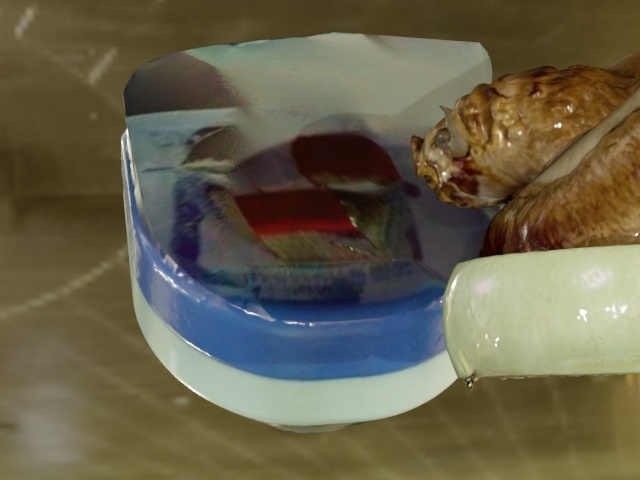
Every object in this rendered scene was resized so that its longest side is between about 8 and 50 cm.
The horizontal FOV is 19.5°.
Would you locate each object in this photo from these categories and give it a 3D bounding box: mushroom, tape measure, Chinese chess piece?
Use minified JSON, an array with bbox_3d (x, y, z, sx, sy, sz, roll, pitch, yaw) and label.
[{"bbox_3d":[0.193,-0.035,1.025,0.278,0.163,0.297,-14,-165,27],"label":"mushroom"},{"bbox_3d":[0.000,-0.001,1.270,0.259,0.262,0.138,-4,142,-7],"label":"tape measure"},{"bbox_3d":[0.126,0.035,0.827,0.144,0.058,0.144,-2,176,0],"label":"Chinese chess piece"}]
